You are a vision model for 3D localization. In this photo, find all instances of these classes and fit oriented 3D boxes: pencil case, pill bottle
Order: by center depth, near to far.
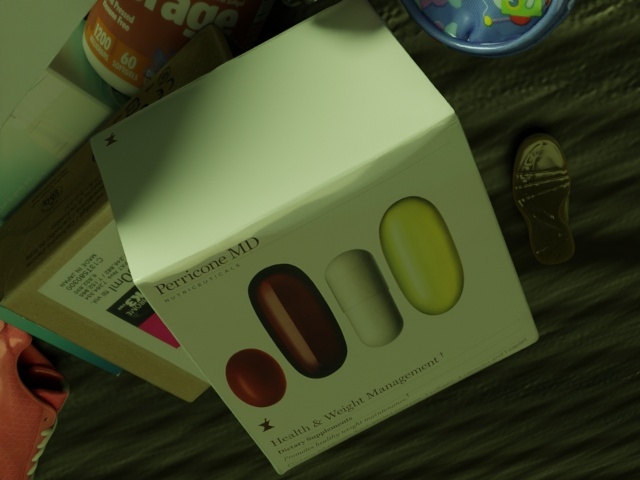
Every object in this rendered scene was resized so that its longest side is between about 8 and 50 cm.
[{"bbox_3d":[0.143,-0.219,0.686,0.133,0.306,0.119,26,127,16],"label":"pencil case"},{"bbox_3d":[-0.082,-0.207,0.744,0.121,0.121,0.216,12,127,-24],"label":"pill bottle"}]

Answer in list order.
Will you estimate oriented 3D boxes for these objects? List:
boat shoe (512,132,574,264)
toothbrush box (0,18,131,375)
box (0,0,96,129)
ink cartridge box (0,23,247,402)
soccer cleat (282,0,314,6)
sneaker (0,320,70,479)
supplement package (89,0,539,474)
[{"bbox_3d":[0.218,-0.046,1.024,0.056,0.048,0.153,-13,127,14],"label":"boat shoe"},{"bbox_3d":[-0.215,-0.049,0.846,0.216,0.126,0.296,-43,129,20],"label":"toothbrush box"},{"bbox_3d":[-0.328,-0.152,0.593,0.345,0.168,0.215,-8,132,32],"label":"box"},{"bbox_3d":[-0.089,-0.009,0.772,0.235,0.088,0.193,-42,130,15],"label":"ink cartridge box"},{"bbox_3d":[-0.092,-0.271,0.616,0.116,0.318,0.108,-50,167,4],"label":"soccer cleat"},{"bbox_3d":[-0.309,0.187,1.045,0.136,0.116,0.313,-12,133,-6],"label":"sneaker"},{"bbox_3d":[0.000,0.000,0.653,0.194,0.149,0.203,-29,132,1],"label":"supplement package"}]
